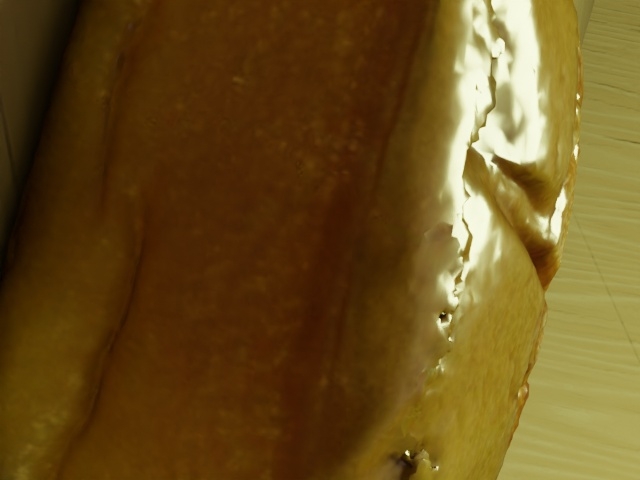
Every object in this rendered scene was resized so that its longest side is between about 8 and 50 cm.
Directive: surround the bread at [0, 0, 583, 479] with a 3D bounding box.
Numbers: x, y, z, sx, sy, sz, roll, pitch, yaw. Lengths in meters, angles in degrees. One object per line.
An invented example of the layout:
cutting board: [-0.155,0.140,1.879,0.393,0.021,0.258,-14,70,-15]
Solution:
bread: [0.000,0.000,0.479,0.195,0.143,0.269,32,74,-78]
